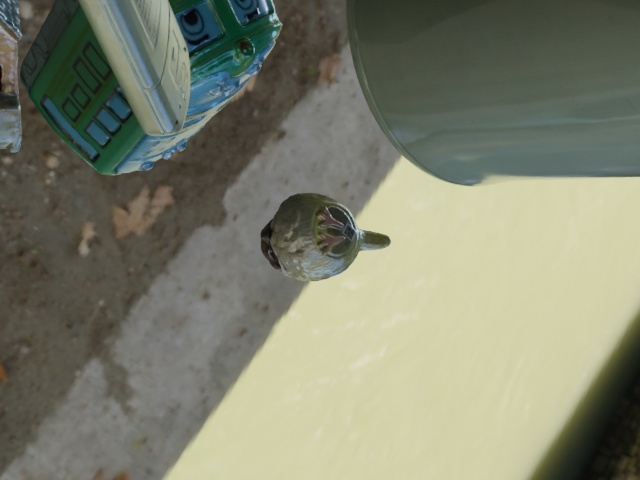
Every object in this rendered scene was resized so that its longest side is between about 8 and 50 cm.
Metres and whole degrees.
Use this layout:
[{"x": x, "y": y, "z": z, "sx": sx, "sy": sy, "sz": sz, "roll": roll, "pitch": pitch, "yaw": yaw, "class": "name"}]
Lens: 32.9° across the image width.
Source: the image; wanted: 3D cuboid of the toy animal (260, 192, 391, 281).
[{"x": 0.000, "y": 0.000, "z": 1.155, "sx": 0.137, "sy": 0.098, "sz": 0.098, "roll": 8, "pitch": 104, "yaw": -37, "class": "toy animal"}]

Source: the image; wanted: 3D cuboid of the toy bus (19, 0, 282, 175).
[{"x": -0.187, "y": -0.211, "z": 1.192, "sx": 0.183, "sy": 0.199, "sz": 0.343, "roll": -35, "pitch": -179, "yaw": -32, "class": "toy bus"}]

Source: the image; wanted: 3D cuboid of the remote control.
[{"x": -0.138, "y": -0.175, "z": 0.751, "sx": 0.233, "sy": 0.038, "sz": 0.098, "roll": 73, "pitch": 13, "yaw": -56, "class": "remote control"}]

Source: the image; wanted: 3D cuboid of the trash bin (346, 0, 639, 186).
[{"x": 0.222, "y": -0.174, "z": 0.776, "sx": 0.280, "sy": 0.432, "sz": 0.280, "roll": -4, "pitch": 96, "yaw": -39, "class": "trash bin"}]

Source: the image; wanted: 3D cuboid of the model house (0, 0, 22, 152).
[{"x": -0.503, "y": -0.325, "z": 1.471, "sx": 0.194, "sy": 0.267, "sz": 0.325, "roll": 1, "pitch": 132, "yaw": -21, "class": "model house"}]
